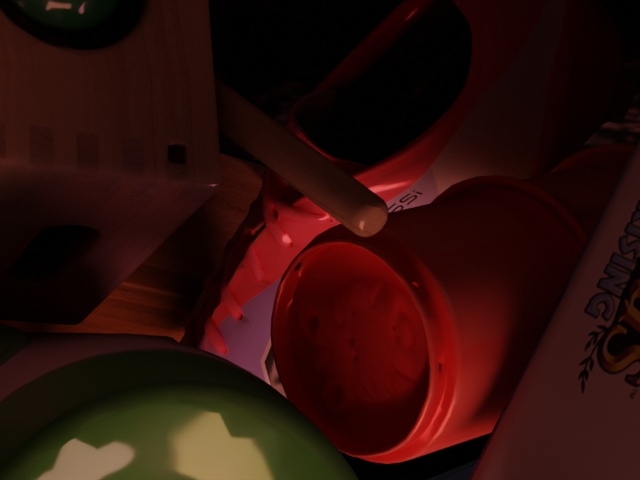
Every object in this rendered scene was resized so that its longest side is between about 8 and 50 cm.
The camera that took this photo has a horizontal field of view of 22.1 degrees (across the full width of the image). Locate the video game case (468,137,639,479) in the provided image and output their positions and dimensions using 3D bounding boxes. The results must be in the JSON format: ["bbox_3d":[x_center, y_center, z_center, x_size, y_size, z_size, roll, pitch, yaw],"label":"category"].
[{"bbox_3d":[0.184,-0.003,0.481,0.061,0.244,0.269,30,-175,40],"label":"video game case"}]

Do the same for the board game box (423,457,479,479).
[{"bbox_3d":[0.086,0.224,1.128,0.336,0.079,0.254,-21,159,-6],"label":"board game box"}]

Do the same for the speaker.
[{"bbox_3d":[-0.094,0.090,0.491,0.131,0.131,0.296,5,176,-25],"label":"speaker"}]

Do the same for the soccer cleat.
[{"bbox_3d":[0.000,0.000,0.556,0.095,0.083,0.248,19,122,-42],"label":"soccer cleat"}]

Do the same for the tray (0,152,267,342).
[{"bbox_3d":[-0.172,0.011,0.640,0.411,0.076,0.203,14,152,-43],"label":"tray"}]

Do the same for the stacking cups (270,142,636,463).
[{"bbox_3d":[0.120,0.002,0.521,0.096,0.096,0.316,-25,171,42],"label":"stacking cups"}]

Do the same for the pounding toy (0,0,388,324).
[{"bbox_3d":[-0.064,-0.042,0.447,0.100,0.130,0.141,6,156,-27],"label":"pounding toy"}]
